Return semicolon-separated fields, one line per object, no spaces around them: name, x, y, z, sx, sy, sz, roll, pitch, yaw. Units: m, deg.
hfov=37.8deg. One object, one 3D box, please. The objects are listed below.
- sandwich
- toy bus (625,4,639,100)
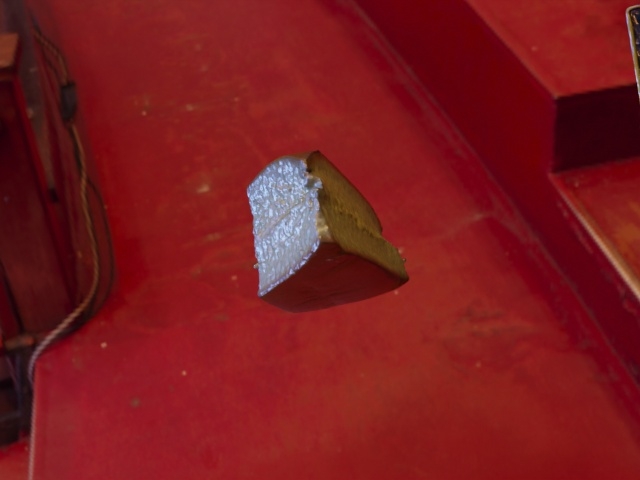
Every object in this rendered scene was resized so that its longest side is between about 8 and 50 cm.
sandwich;0.000;0.000;0.763;0.096;0.258;0.094;-15;74;12
toy bus;0.469;-0.202;0.872;0.335;0.121;0.123;-8;8;26
